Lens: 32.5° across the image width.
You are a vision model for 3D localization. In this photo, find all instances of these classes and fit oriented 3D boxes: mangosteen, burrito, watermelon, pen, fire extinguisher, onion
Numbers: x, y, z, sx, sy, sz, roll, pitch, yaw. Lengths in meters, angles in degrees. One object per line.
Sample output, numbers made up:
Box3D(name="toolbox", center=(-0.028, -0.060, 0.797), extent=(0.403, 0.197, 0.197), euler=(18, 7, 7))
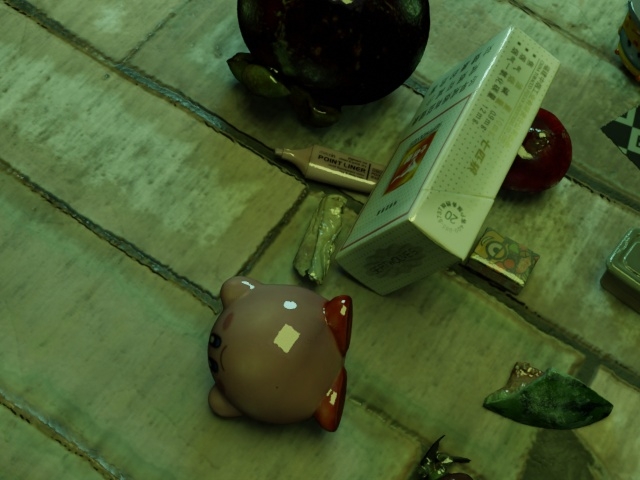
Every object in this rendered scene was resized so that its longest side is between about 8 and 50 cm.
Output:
Box3D(name="mangosteen", center=(0.011, -0.299, 1.526), extent=(0.288, 0.288, 0.288), euler=(5, 59, -8))
Box3D(name="burrito", center=(0.000, 0.000, 1.460), extent=(0.041, 0.055, 0.149), euler=(35, 54, -24))
Box3D(name="watermelon", center=(0.304, 0.192, 1.387), extent=(0.155, 0.101, 0.080), euler=(29, 47, -4))
Box3D(name="pen", center=(0.030, -0.099, 1.534), extent=(0.197, 0.032, 0.053), euler=(14, 58, -3))
Box3D(name="fire extinguisher", center=(0.179, 0.334, 1.285), extent=(0.099, 0.071, 0.231), euler=(-1, 54, -44))
Box3D(name="onion", center=(0.290, -0.127, 1.545), extent=(0.131, 0.131, 0.131), euler=(5, 59, -8))

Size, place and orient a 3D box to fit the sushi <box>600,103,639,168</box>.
Box3D(name="sushi", center=(0.582, -0.154, 1.658), extent=(0.231, 0.047, 0.219), euler=(-30, 69, -25))

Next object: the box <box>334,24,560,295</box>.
Box3D(name="box", center=(0.163, -0.101, 1.430), extent=(0.095, 0.210, 0.330), euler=(37, 63, -11))

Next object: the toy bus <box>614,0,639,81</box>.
Box3D(name="toy bus", center=(0.561, -0.327, 1.706), extent=(0.209, 0.136, 0.126), euler=(-22, 65, -21))

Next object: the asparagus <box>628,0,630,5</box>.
Box3D(name="asparagus", center=(0.562, -0.449, 1.844), extent=(0.034, 0.027, 0.236), euler=(29, 58, 20))

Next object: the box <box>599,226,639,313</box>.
Box3D(name="box", center=(0.447, 0.052, 1.501), extent=(0.122, 0.062, 0.089), euler=(37, 60, 11))

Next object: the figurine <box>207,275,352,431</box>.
Box3D(name="figurine", center=(-0.051, 0.133, 1.303), extent=(0.173, 0.173, 0.173), euler=(5, 59, -8))

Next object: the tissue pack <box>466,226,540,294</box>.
Box3D(name="tissue pack", center=(0.248, 0.028, 1.495), extent=(0.083, 0.035, 0.063), euler=(31, 59, 7))
